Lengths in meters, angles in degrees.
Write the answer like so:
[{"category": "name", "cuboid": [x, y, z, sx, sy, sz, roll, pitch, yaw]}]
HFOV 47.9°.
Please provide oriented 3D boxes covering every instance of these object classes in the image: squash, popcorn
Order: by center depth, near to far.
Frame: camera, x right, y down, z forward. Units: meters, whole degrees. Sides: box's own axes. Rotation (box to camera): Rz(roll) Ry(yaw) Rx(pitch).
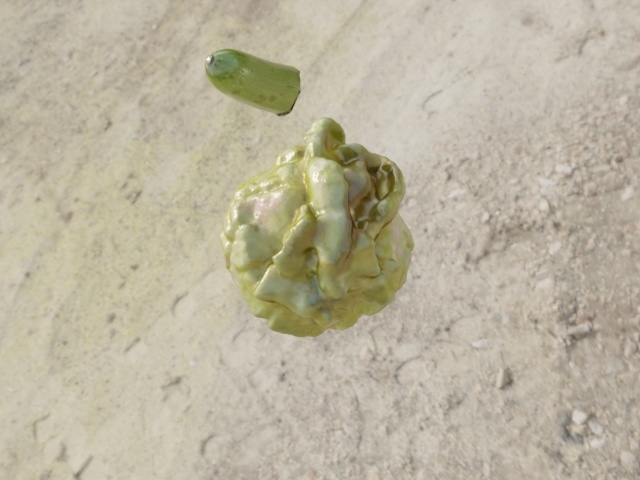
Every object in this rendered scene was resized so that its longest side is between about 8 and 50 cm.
[{"category": "popcorn", "cuboid": [0.000, 0.000, 0.856, 0.259, 0.259, 0.212, -20, 36, 18]}, {"category": "squash", "cuboid": [-0.128, -0.281, 1.260, 0.095, 0.188, 0.095, -6, 82, 42]}]
